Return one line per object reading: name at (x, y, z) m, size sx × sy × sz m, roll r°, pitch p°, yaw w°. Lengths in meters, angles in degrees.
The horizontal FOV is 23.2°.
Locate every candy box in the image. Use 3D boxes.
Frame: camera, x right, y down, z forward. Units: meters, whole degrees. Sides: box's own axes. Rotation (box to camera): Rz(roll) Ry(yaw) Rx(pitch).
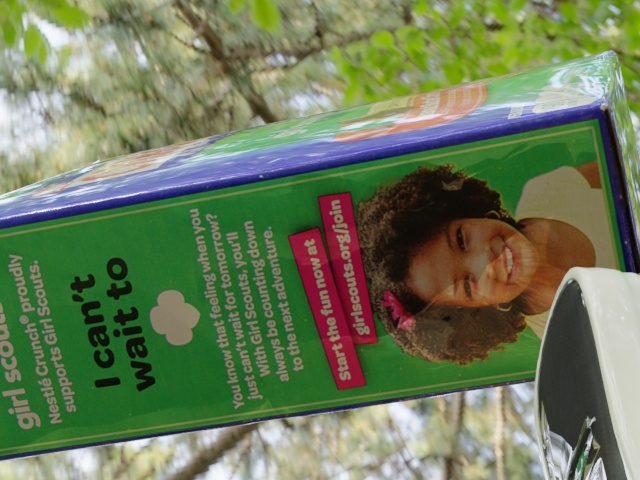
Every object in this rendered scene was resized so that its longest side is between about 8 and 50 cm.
candy box at (0.000, 0.000, 0.778) m, size 0.317 × 0.268 × 0.122 m, roll -12°, pitch -82°, yaw 13°

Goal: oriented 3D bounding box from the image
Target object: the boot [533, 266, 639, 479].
boot at (0.160, 0.106, 0.438) m, size 0.176 × 0.244 × 0.088 m, roll 9°, pitch -51°, yaw -5°
